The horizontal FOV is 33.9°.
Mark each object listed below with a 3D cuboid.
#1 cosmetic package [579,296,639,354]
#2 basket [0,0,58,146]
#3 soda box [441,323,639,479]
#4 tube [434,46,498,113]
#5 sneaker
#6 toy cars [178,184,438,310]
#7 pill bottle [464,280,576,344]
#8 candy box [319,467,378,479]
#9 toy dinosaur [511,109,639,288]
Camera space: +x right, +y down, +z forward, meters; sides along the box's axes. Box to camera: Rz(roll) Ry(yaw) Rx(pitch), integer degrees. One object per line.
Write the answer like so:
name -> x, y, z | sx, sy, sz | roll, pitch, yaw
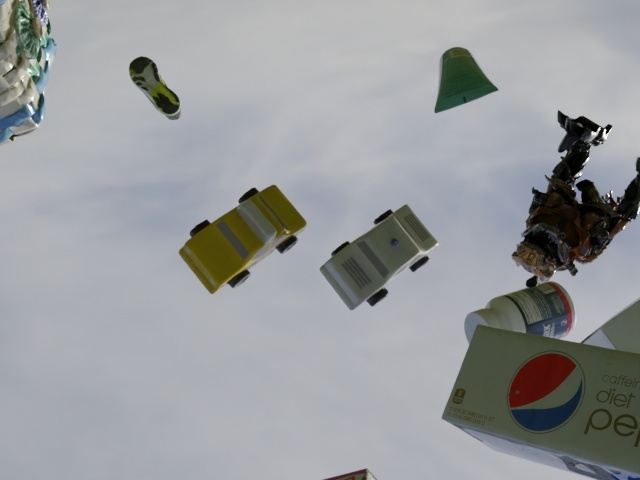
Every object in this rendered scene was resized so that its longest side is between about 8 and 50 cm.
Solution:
cosmetic package -> 0.479, 0.124, 1.399 | 0.224, 0.138, 0.224 | -33, 165, -5
basket -> -0.392, -0.243, 1.046 | 0.201, 0.289, 0.255 | -26, -143, 12
soda box -> 0.185, 0.111, 0.650 | 0.216, 0.069, 0.074 | 8, -111, 46
tube -> 0.181, -0.205, 1.352 | 0.080, 0.052, 0.207 | -24, -163, 13
sneaker -> -0.176, -0.158, 1.115 | 0.031, 0.035, 0.083 | -32, -109, -9
toy cars -> 0.000, 0.000, 1.497 | 0.394, 0.176, 0.087 | 8, 155, -19
pill bottle -> 0.349, 0.143, 1.854 | 0.180, 0.108, 0.108 | -15, -155, -26
candy box -> 0.072, 0.506, 1.834 | 0.159, 0.233, 0.071 | -21, -146, 28
toy dinosaur -> 0.341, -0.043, 1.398 | 0.164, 0.218, 0.322 | 25, -158, 2
